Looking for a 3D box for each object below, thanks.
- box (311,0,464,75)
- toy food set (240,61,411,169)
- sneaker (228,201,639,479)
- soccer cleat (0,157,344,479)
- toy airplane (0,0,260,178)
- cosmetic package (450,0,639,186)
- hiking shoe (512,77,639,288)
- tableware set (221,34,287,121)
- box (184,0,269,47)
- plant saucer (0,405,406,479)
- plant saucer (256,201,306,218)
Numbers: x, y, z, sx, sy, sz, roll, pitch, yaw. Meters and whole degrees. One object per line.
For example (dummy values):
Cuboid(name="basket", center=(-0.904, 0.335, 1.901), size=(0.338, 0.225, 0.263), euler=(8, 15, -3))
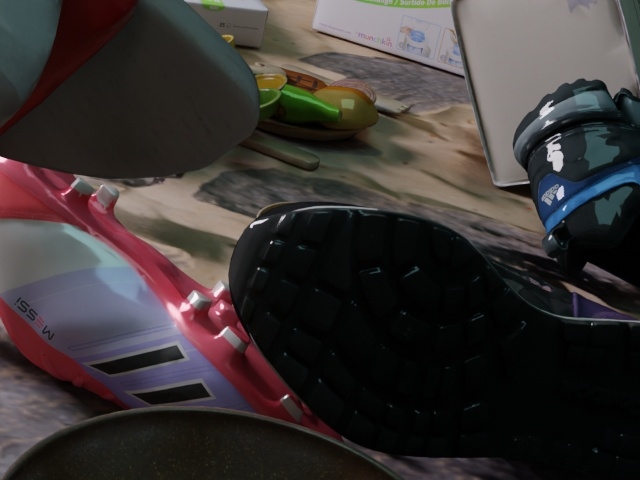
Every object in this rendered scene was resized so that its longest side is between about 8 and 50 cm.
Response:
Cuboid(name="box", center=(0.109, -0.218, 1.473), size=(0.203, 0.103, 0.114), euler=(19, 23, 13))
Cuboid(name="toy food set", center=(-0.014, -0.112, 1.244), size=(0.132, 0.038, 0.192), euler=(21, 24, 17))
Cuboid(name="sneaker", center=(0.056, 0.047, 0.826), size=(0.283, 0.107, 0.124), euler=(22, 4, -34))
Cuboid(name="soccer cleat", center=(-0.091, 0.049, 0.808), size=(0.248, 0.095, 0.083), euler=(41, 11, 18))
Cuboid(name="toy airplane", center=(-0.195, 0.006, 0.587), size=(0.384, 0.272, 0.386), euler=(19, 54, 45))
Cuboid(name="cosmetic package", center=(0.227, -0.151, 1.288), size=(0.129, 0.153, 0.296), euler=(-8, 10, 29))
Cuboid(name="hiking shoe", center=(0.265, -0.001, 1.104), size=(0.304, 0.113, 0.132), euler=(12, 53, -19))
Cuboid(name="tableware set", center=(-0.076, -0.112, 1.177), size=(0.104, 0.024, 0.154), euler=(-15, 25, 2))
Cuboid(name="box", center=(-0.153, -0.212, 1.401), size=(0.186, 0.038, 0.145), euler=(5, 25, -22))
Cuboid(name="plant saucer", center=(-0.037, 0.137, 0.657), size=(0.199, 0.036, 0.198), euler=(10, 28, -5))
Cuboid(name="plant saucer", center=(0.000, 0.000, 1.028), size=(0.083, 0.015, 0.083), euler=(11, 23, -5))
